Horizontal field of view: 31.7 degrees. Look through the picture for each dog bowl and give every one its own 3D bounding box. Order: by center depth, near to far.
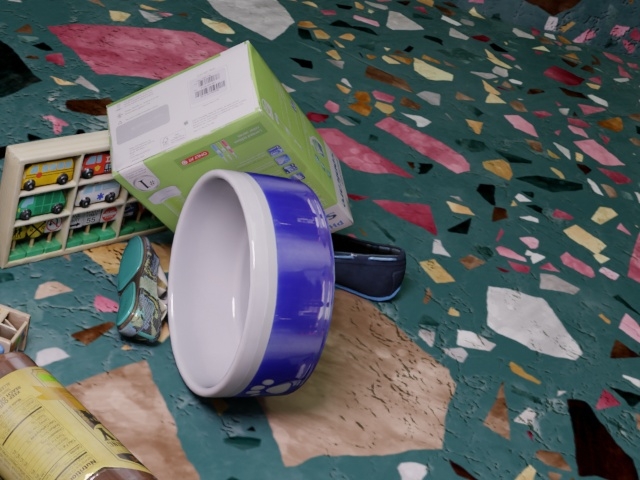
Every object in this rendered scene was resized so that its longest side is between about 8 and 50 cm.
[{"bbox_3d":[-0.088,0.052,1.327,0.104,0.265,0.265,5,34,-28],"label":"dog bowl"}]

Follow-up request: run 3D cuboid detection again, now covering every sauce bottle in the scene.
[{"bbox_3d":[-0.225,0.248,1.106,0.344,0.111,0.111,38,37,25],"label":"sauce bottle"}]

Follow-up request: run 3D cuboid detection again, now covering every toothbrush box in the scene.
[{"bbox_3d":[-0.111,-0.094,1.452,0.283,0.206,0.122,48,24,-51],"label":"toothbrush box"}]

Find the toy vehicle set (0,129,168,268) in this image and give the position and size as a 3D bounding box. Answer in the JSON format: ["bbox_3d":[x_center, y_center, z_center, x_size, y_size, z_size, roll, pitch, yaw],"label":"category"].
[{"bbox_3d":[-0.299,-0.065,1.489,0.266,0.166,0.035,-16,45,-42],"label":"toy vehicle set"}]

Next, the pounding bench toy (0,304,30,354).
[{"bbox_3d":[-0.385,0.109,1.285,0.083,0.052,0.065,20,32,1],"label":"pounding bench toy"}]

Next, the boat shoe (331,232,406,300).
[{"bbox_3d":[0.000,0.000,1.619,0.258,0.089,0.109,15,32,-6],"label":"boat shoe"}]

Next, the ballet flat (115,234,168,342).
[{"bbox_3d":[-0.225,0.066,1.440,0.070,0.070,0.188,12,34,-12],"label":"ballet flat"}]
